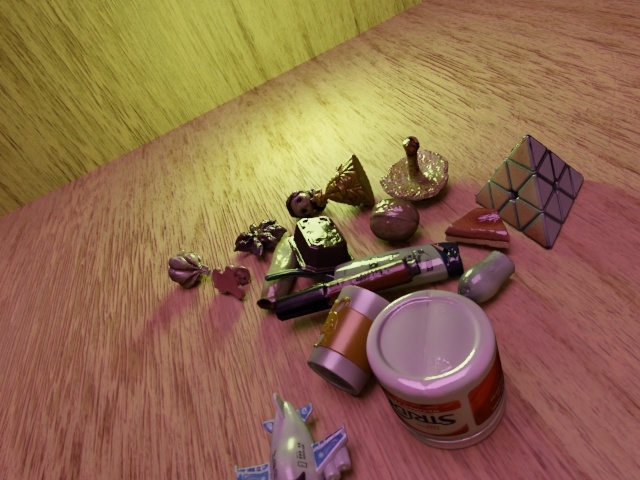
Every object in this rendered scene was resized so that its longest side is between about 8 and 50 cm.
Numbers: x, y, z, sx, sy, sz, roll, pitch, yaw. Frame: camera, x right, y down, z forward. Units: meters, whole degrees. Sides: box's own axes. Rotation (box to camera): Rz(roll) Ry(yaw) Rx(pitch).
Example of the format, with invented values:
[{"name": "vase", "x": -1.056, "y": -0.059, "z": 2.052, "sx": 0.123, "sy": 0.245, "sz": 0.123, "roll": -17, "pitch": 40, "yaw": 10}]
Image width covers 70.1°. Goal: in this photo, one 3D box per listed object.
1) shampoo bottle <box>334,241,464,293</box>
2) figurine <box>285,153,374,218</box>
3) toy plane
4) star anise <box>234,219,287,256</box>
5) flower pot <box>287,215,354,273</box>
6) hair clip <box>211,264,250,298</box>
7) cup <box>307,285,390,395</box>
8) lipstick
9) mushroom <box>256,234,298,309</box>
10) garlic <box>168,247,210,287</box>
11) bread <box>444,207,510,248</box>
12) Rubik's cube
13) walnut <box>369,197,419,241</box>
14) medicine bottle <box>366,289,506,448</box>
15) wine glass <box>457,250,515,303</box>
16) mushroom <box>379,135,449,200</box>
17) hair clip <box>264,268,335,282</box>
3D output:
[{"name": "shampoo bottle", "x": 0.221, "y": 0.080, "z": 1.318, "sx": 0.360, "sy": 0.078, "sz": 0.134, "roll": -14, "pitch": 40, "yaw": 16}, {"name": "figurine", "x": 0.016, "y": -0.164, "z": 1.664, "sx": 0.316, "sy": 0.187, "sz": 0.167, "roll": -21, "pitch": 42, "yaw": 21}, {"name": "toy plane", "x": -0.060, "y": 0.471, "z": 0.996, "sx": 0.267, "sy": 0.122, "sz": 0.266, "roll": -15, "pitch": 42, "yaw": 14}, {"name": "star anise", "x": -0.219, "y": -0.017, "z": 1.685, "sx": 0.212, "sy": 0.073, "sz": 0.197, "roll": 6, "pitch": 42, "yaw": 39}, {"name": "flower pot", "x": 0.000, "y": 0.000, "z": 1.476, "sx": 0.179, "sy": 0.084, "sz": 0.250, "roll": -7, "pitch": 31, "yaw": -15}, {"name": "hair clip", "x": -0.314, "y": 0.137, "z": 1.540, "sx": 0.138, "sy": 0.123, "sz": 0.102, "roll": -11, "pitch": 12, "yaw": 12}, {"name": "cup", "x": 0.074, "y": 0.252, "z": 1.154, "sx": 0.226, "sy": 0.185, "sz": 0.241, "roll": -56, "pitch": 12, "yaw": -25}, {"name": "lipstick", "x": 0.070, "y": 0.135, "z": 1.261, "sx": 0.419, "sy": 0.077, "sz": 0.077, "roll": -19, "pitch": 38, "yaw": 14}, {"name": "mushroom", "x": -0.129, "y": 0.102, "z": 1.494, "sx": 0.100, "sy": 0.081, "sz": 0.312, "roll": -4, "pitch": 41, "yaw": 18}, {"name": "garlic", "x": -0.467, "y": 0.111, "z": 1.655, "sx": 0.194, "sy": 0.131, "sz": 0.127, "roll": 17, "pitch": 37, "yaw": 33}, {"name": "bread", "x": 0.469, "y": -0.035, "z": 1.317, "sx": 0.193, "sy": 0.067, "sz": 0.119, "roll": 13, "pitch": 60, "yaw": 41}, {"name": "Rubik's cube", "x": 0.604, "y": -0.144, "z": 1.305, "sx": 0.228, "sy": 0.233, "sz": 0.229, "roll": -59, "pitch": -9, "yaw": 17}, {"name": "walnut", "x": 0.232, "y": -0.064, "z": 1.434, "sx": 0.162, "sy": 0.140, "sz": 0.140, "roll": 9, "pitch": 49, "yaw": 24}, {"name": "medicine bottle", "x": 0.247, "y": 0.266, "z": 0.958, "sx": 0.253, "sy": 0.240, "sz": 0.252, "roll": -17, "pitch": 39, "yaw": 14}, {"name": "wine glass", "x": 0.400, "y": 0.115, "z": 1.165, "sx": 0.202, "sy": 0.092, "sz": 0.093, "roll": -39, "pitch": 40, "yaw": -14}, {"name": "mushroom", "x": 0.330, "y": -0.260, "z": 1.500, "sx": 0.208, "sy": 0.301, "sz": 0.232, "roll": 11, "pitch": 57, "yaw": -6}, {"name": "hair clip", "x": -0.057, "y": 0.111, "z": 1.414, "sx": 0.230, "sy": 0.039, "sz": 0.070, "roll": 0, "pitch": 41, "yaw": -3}]
